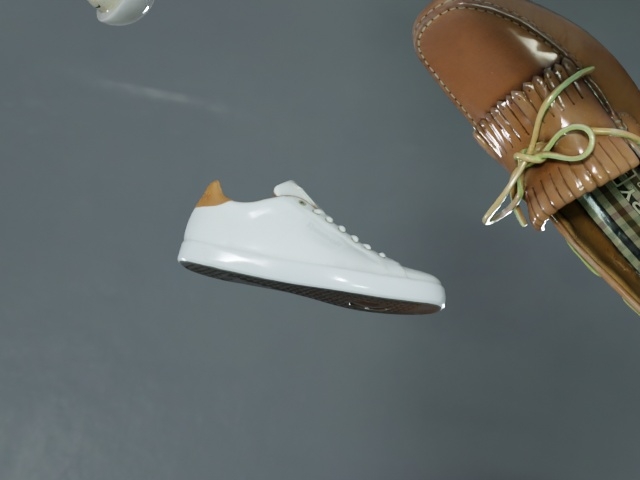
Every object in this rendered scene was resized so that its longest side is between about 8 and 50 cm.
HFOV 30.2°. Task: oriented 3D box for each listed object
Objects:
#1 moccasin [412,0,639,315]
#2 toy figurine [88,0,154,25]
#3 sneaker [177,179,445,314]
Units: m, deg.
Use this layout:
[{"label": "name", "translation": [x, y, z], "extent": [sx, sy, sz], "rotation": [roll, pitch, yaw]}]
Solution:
[{"label": "moccasin", "translation": [0.220, -0.061, 1.023], "extent": [0.139, 0.147, 0.380], "rotation": [-30, 106, 39]}, {"label": "toy figurine", "translation": [-0.176, -0.288, 0.933], "extent": [0.148, 0.213, 0.209], "rotation": [29, -178, -32]}, {"label": "sneaker", "translation": [0.000, 0.000, 1.272], "extent": [0.290, 0.123, 0.106], "rotation": [14, 166, 2]}]
